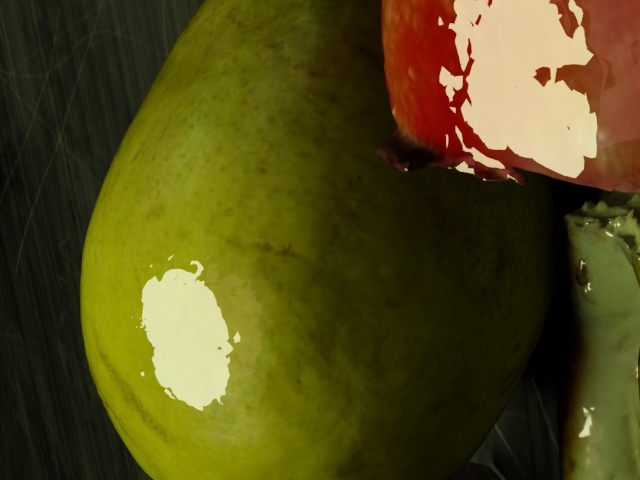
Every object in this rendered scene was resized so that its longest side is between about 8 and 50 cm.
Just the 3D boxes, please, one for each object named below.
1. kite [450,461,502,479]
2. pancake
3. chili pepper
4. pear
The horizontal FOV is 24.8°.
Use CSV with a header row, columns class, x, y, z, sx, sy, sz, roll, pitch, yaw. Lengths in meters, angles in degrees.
class,x,y,z,sx,sy,sz,roll,pitch,yaw
kite,0.020,0.210,0.770,0.204,0.360,0.022,58,135,34
pancake,0.146,0.189,0.673,0.066,0.305,0.427,-1,104,8
chili pepper,0.144,-0.178,0.546,0.251,0.229,0.305,13,107,54
pear,0.000,0.000,0.773,0.253,0.253,0.307,5,77,53
